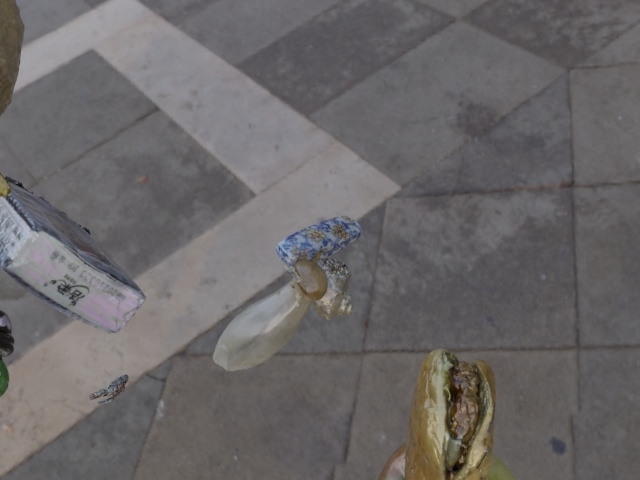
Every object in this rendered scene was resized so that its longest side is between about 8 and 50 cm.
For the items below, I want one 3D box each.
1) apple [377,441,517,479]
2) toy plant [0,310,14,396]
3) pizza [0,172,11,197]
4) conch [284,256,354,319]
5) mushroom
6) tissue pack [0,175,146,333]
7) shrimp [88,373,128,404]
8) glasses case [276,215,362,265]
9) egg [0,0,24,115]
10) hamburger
[{"bbox_3d":[0.253,0.550,1.569,0.319,0.277,0.319,-42,8,7],"label":"apple"},{"bbox_3d":[-0.934,0.312,2.091,0.175,0.218,0.235,-4,66,13],"label":"toy plant"},{"bbox_3d":[-0.502,-0.112,1.107,0.035,0.160,0.099,-41,49,-18],"label":"pizza"},{"bbox_3d":[-0.001,0.115,2.072,0.245,0.178,0.163,36,69,8],"label":"conch"},{"bbox_3d":[-0.115,0.181,1.730,0.350,0.128,0.128,-46,41,20],"label":"mushroom"},{"bbox_3d":[-0.500,0.020,1.417,0.122,0.259,0.361,-54,37,-5],"label":"tissue pack"},{"bbox_3d":[-0.446,0.322,1.619,0.092,0.029,0.038,-32,61,-20],"label":"shrimp"},{"bbox_3d":[0.000,0.000,1.951,0.247,0.065,0.087,-21,48,-35],"label":"glasses case"},{"bbox_3d":[-0.444,-0.225,0.793,0.279,0.311,0.279,8,12,-2],"label":"egg"},{"bbox_3d":[0.224,0.331,1.332,0.144,0.283,0.260,13,42,5],"label":"hamburger"}]
